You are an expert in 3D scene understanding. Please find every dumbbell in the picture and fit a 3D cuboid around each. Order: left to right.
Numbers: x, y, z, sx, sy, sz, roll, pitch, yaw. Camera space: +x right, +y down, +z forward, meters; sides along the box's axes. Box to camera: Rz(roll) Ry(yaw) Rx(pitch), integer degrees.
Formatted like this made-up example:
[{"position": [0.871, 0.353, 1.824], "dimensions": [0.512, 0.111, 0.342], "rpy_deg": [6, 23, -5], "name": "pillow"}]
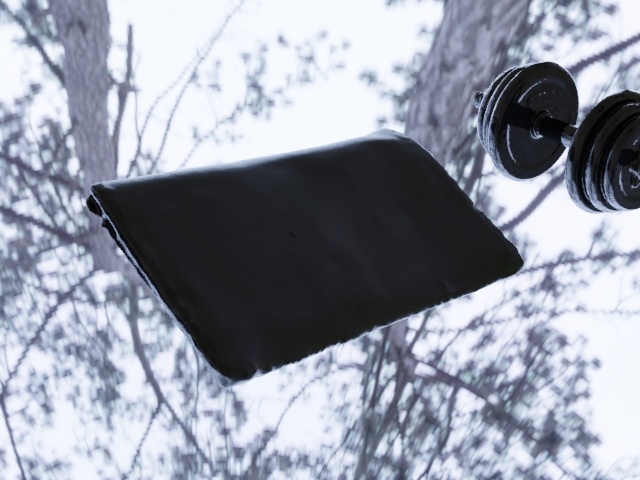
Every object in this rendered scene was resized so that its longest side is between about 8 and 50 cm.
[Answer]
[{"position": [0.194, -0.079, 1.135], "dimensions": [0.099, 0.099, 0.208], "rpy_deg": [-44, -136, -18], "name": "dumbbell"}]

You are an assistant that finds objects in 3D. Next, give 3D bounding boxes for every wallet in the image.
[{"position": [0.001, -0.001, 0.917], "dimensions": [0.285, 0.030, 0.146], "rpy_deg": [-16, -122, -46], "name": "wallet"}]
